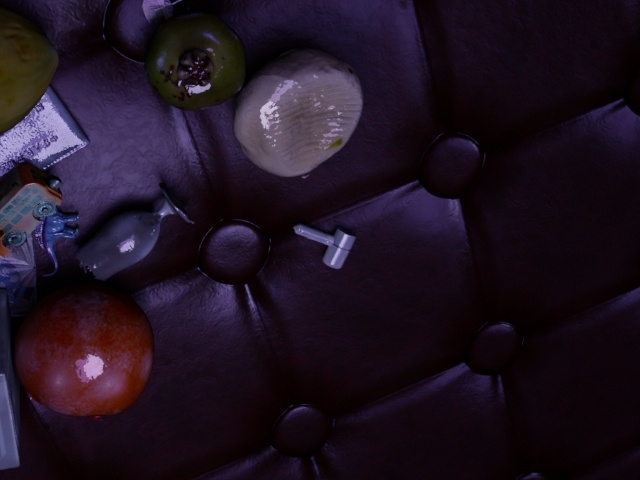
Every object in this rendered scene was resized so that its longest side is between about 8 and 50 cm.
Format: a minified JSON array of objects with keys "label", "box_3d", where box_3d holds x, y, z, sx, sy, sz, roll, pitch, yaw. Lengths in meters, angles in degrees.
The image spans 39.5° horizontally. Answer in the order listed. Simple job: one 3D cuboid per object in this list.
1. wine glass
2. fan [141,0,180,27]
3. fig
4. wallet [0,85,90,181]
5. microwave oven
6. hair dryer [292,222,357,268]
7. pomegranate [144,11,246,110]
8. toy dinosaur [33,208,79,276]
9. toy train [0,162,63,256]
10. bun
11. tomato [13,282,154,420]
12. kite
[{"label":"wine glass","box_3d":[-0.361,-0.010,1.719,0.222,0.103,0.103,-36,119,1]},{"label":"fan","box_3d":[-0.284,-0.414,1.614,0.080,0.003,0.060,-1,114,-17]},{"label":"fig","box_3d":[-0.565,-0.282,1.468,0.271,0.239,0.239,-18,120,-36]},{"label":"wallet","box_3d":[-0.555,-0.184,1.614,0.222,0.036,0.167,-31,119,-3]},{"label":"microwave oven","box_3d":[-0.653,0.256,1.628,0.181,0.295,0.237,-6,118,-16]},{"label":"hair dryer","box_3d":[0.000,0.000,1.872,0.137,0.047,0.082,22,106,-19]},{"label":"pomegranate","box_3d":[-0.208,-0.318,1.570,0.179,0.210,0.179,-2,94,-33]},{"label":"toy dinosaur","box_3d":[-0.504,-0.023,1.700,0.080,0.045,0.197,6,105,-6]},{"label":"toy train","box_3d":[-0.554,-0.060,1.623,0.188,0.072,0.099,-42,136,10]},{"label":"bun","box_3d":[-0.057,-0.248,1.676,0.259,0.160,0.259,-22,135,-24]},{"label":"tomato","box_3d":[-0.443,0.201,1.694,0.265,0.265,0.265,-7,115,-15]},{"label":"kite","box_3d":[-0.663,0.054,1.702,0.335,0.011,0.314,-42,119,3]}]
